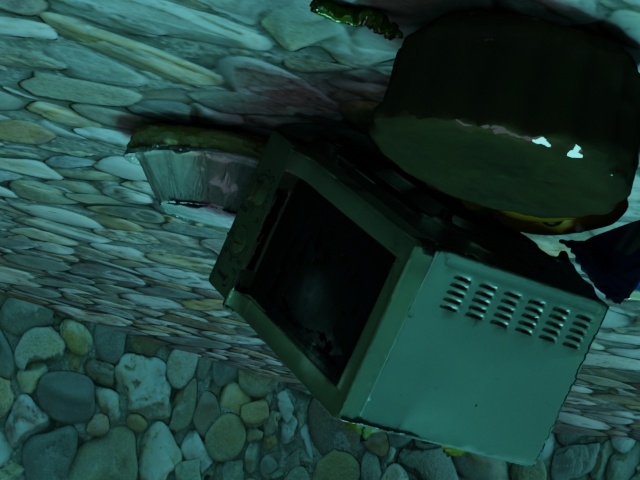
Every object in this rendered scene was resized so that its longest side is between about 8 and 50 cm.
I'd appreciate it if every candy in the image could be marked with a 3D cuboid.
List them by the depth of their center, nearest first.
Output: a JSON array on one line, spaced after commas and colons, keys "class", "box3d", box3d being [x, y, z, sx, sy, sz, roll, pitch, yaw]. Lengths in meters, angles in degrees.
[{"class": "candy", "box3d": [0.408, 0.008, 1.540, 0.331, 0.077, 0.187, -4, -164, -6]}]

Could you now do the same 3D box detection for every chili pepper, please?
[{"class": "chili pepper", "box3d": [0.031, -0.186, 1.355, 0.083, 0.022, 0.027, 16, 169, -8]}]

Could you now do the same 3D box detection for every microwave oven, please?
[{"class": "microwave oven", "box3d": [0.087, 0.044, 1.695, 0.286, 0.218, 0.355, 16, -167, -30]}]

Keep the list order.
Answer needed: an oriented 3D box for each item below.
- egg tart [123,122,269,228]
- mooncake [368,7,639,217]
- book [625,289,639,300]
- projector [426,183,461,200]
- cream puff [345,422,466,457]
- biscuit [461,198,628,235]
[{"class": "egg tart", "box3d": [-0.118, -0.067, 1.883, 0.234, 0.094, 0.234, 9, 170, 2]}, {"class": "mooncake", "box3d": [0.161, -0.110, 1.365, 0.228, 0.124, 0.228, 15, 168, 3]}, {"class": "book", "box3d": [0.534, 0.069, 1.939, 0.310, 0.021, 0.217, 7, -172, 18]}, {"class": "projector", "box3d": [0.196, -0.075, 1.610, 0.147, 0.061, 0.115, 18, 156, -31]}, {"class": "cream puff", "box3d": [0.164, 0.158, 2.449, 0.323, 0.269, 0.274, 20, 131, -41]}, {"class": "biscuit", "box3d": [0.212, -0.044, 1.536, 0.170, 0.050, 0.170, 3, 156, 1]}]
